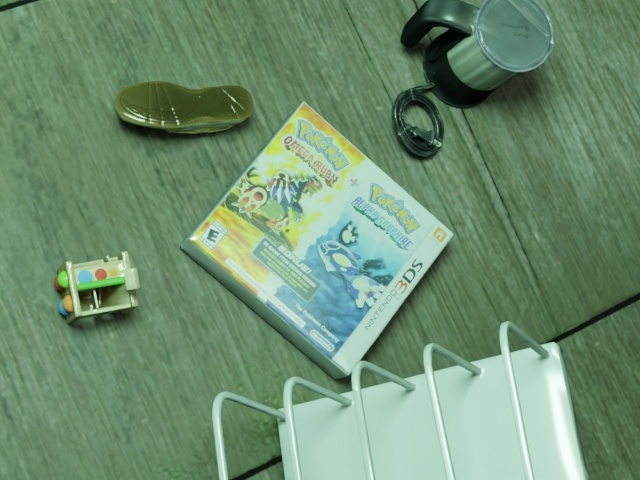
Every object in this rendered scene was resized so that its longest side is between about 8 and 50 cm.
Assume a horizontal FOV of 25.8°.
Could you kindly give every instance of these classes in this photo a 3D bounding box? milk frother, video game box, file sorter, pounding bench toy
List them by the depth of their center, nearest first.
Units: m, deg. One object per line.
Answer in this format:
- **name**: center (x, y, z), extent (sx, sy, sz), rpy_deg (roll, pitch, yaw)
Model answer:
- **file sorter**: center (0.071, 0.196, 1.190), extent (0.278, 0.173, 0.192), rpy_deg (-16, 69, 18)
- **pounding bench toy**: center (-0.203, 0.041, 1.263), extent (0.065, 0.083, 0.052), rpy_deg (-9, 83, -21)
- **video game box**: center (0.000, 0.000, 1.360), extent (0.205, 0.048, 0.187), rpy_deg (41, 68, -8)
- **milk frother**: center (0.146, -0.163, 1.393), extent (0.129, 0.135, 0.143), rpy_deg (4, 79, -17)

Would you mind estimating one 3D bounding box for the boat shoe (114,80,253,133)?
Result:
- **boat shoe**: center (-0.133, -0.122, 1.337), extent (0.135, 0.045, 0.050), rpy_deg (1, 69, -21)
